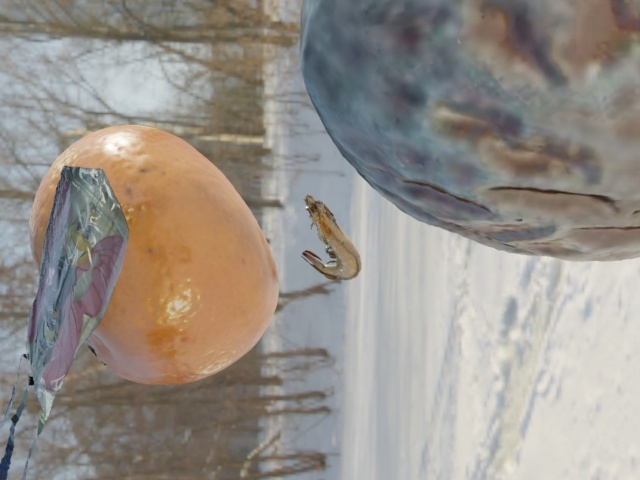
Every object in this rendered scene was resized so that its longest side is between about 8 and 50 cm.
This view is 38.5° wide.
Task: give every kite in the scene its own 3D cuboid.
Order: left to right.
[{"bbox_3d":[-0.247,0.106,0.796,0.204,0.022,0.360,37,106,55],"label":"kite"}]

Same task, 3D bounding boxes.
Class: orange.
[{"bbox_3d":[-0.268,0.029,1.436,0.424,0.326,0.424,49,168,14],"label":"orange"}]

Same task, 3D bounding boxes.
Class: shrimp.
[{"bbox_3d":[0.001,-0.001,1.628,0.178,0.124,0.034,53,-131,-15],"label":"shrimp"}]

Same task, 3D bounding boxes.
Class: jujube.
[{"bbox_3d":[0.138,-0.116,0.534,0.215,0.308,0.246,108,158,-54],"label":"jujube"}]
